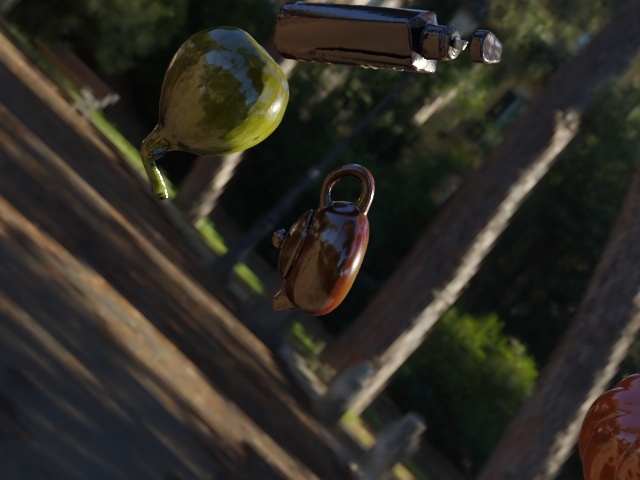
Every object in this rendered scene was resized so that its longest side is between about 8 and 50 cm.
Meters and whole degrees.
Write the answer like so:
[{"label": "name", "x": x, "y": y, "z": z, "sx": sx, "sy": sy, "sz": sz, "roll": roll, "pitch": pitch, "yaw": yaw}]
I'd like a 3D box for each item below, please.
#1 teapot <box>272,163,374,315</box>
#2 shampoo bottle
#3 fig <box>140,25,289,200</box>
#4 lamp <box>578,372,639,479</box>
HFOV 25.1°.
[{"label": "teapot", "x": 0.000, "y": 0.000, "z": 2.130, "sx": 0.135, "sy": 0.252, "sz": 0.178, "roll": 21, "pitch": 14, "yaw": -9}, {"label": "shampoo bottle", "x": 0.066, "y": -0.204, "z": 1.464, "sx": 0.236, "sy": 0.067, "sz": 0.068, "roll": 11, "pitch": 22, "yaw": 32}, {"label": "fig", "x": -0.131, "y": -0.156, "z": 1.622, "sx": 0.148, "sy": 0.186, "sz": 0.142, "roll": 97, "pitch": -31, "yaw": -76}, {"label": "lamp", "x": 0.390, "y": 0.236, "z": 1.646, "sx": 0.187, "sy": 0.187, "sz": 0.164, "roll": 42, "pitch": -28, "yaw": 38}]
